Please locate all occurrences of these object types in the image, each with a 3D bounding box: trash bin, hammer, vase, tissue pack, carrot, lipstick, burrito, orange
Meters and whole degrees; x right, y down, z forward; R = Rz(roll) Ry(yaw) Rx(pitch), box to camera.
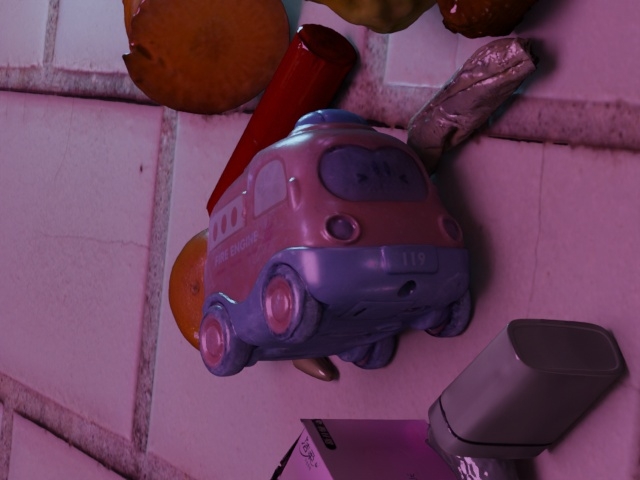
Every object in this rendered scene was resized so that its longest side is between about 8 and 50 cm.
[{"bbox_3d":[0.170,0.124,1.345,0.130,0.116,0.059,-54,43,41],"label":"trash bin"},{"bbox_3d":[0.012,0.053,1.721,0.060,0.028,0.195,24,106,53],"label":"hammer"},{"bbox_3d":[0.153,0.223,1.406,0.081,0.081,0.148,-53,47,43],"label":"vase"},{"bbox_3d":[0.074,0.275,1.464,0.246,0.148,0.092,58,133,43],"label":"tissue pack"},{"bbox_3d":[-0.158,-0.292,1.922,0.254,0.196,0.196,-114,40,-51],"label":"carrot"},{"bbox_3d":[-0.047,-0.122,1.803,0.279,0.073,0.073,-57,40,39],"label":"lipstick"},{"bbox_3d":[0.136,-0.130,1.508,0.058,0.063,0.229,45,146,3],"label":"burrito"},{"bbox_3d":[-0.096,0.057,1.811,0.156,0.124,0.156,-3,86,42],"label":"orange"}]

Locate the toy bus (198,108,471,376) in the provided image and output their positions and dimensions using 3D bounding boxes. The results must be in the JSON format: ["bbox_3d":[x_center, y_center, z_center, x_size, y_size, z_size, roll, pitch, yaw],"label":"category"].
[{"bbox_3d":[0.000,0.000,1.562,0.294,0.197,0.231,-32,63,56],"label":"toy bus"}]

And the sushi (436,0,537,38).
[{"bbox_3d":[0.157,-0.301,1.419,0.149,0.140,0.287,30,118,17],"label":"sushi"}]

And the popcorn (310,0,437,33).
[{"bbox_3d":[-0.008,-0.382,1.548,0.293,0.292,0.334,113,158,-48],"label":"popcorn"}]
